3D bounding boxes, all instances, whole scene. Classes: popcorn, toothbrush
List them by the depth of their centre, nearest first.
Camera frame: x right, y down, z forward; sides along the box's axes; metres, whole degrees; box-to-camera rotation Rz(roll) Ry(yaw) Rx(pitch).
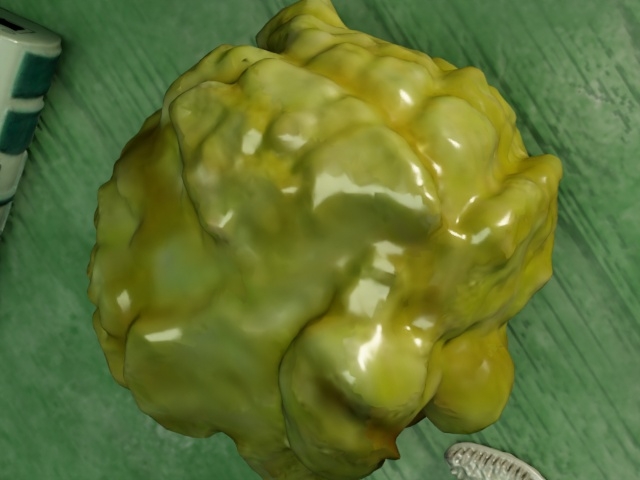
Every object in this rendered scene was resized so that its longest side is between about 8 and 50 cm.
[{"bbox_3d":[0.000,0.000,0.835,0.256,0.195,0.254,-18,84,15],"label":"popcorn"},{"bbox_3d":[0.210,0.172,0.883,0.307,0.029,0.025,20,95,10],"label":"toothbrush"}]

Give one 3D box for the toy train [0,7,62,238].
[{"bbox_3d":[-0.255,0.058,0.957,0.088,0.086,0.407,22,103,4],"label":"toy train"}]
